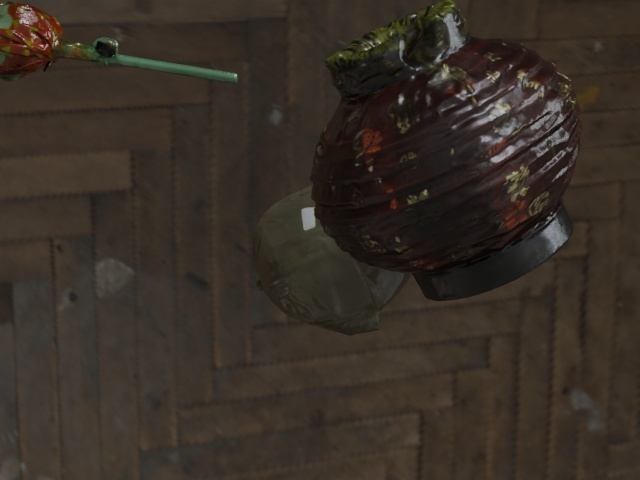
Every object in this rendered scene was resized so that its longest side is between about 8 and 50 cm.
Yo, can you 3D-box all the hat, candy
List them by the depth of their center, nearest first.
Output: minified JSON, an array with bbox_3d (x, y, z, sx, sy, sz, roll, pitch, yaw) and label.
[{"bbox_3d":[0.000,0.000,1.393,0.144,0.173,0.166,-23,70,-4],"label":"hat"},{"bbox_3d":[-0.224,-0.188,1.518,0.288,0.078,0.084,12,88,12],"label":"candy"}]

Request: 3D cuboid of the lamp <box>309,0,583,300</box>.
[{"bbox_3d":[0.101,-0.076,1.196,0.247,0.247,0.247,-5,105,-20],"label":"lamp"}]
